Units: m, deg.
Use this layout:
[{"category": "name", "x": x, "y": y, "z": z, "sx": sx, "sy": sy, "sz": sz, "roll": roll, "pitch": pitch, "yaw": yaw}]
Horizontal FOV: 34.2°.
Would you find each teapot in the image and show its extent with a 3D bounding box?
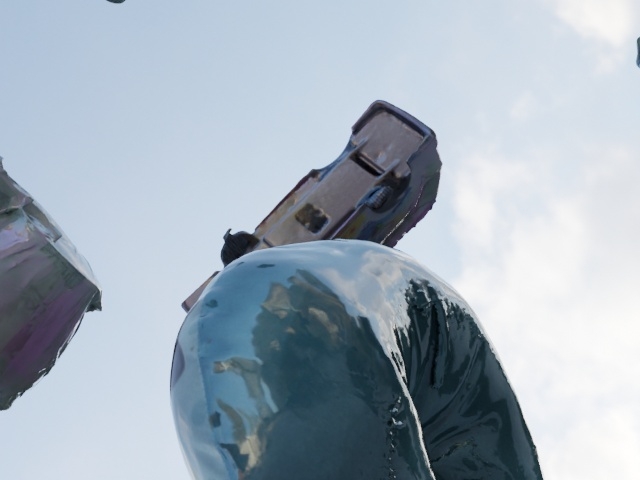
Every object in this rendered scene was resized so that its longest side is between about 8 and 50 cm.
[{"category": "teapot", "x": -0.321, "y": 0.033, "z": 1.000, "sx": 0.178, "sy": 0.221, "sz": 0.163, "roll": -43, "pitch": -10, "yaw": -7}]

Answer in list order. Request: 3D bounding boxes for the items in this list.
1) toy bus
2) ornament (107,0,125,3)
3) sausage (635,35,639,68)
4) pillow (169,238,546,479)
[{"category": "toy bus", "x": 0.001, "y": 0.000, "z": 0.969, "sx": 0.274, "sy": 0.090, "sz": 0.112, "roll": -46, "pitch": -33, "yaw": -10}, {"category": "ornament", "x": -0.175, "y": -0.262, "z": 0.979, "sx": 0.092, "sy": 0.041, "sz": 0.068, "roll": -49, "pitch": -39, "yaw": -58}, {"category": "sausage", "x": 0.273, "y": 0.025, "z": 0.486, "sx": 0.082, "sy": 0.371, "sz": 0.082, "roll": -28, "pitch": -24, "yaw": -14}, {"category": "pillow", "x": 0.033, "y": 0.093, "z": 0.417, "sx": 0.086, "sy": 0.214, "sz": 0.233, "roll": -34, "pitch": -5, "yaw": 19}]
